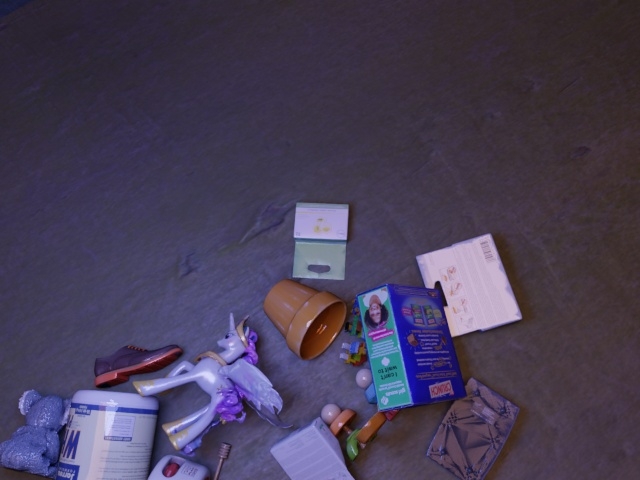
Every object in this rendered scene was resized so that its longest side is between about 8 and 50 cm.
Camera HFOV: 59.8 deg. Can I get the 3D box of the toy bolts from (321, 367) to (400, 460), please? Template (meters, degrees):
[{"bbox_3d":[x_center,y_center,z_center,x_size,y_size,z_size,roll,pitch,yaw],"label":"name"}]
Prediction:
[{"bbox_3d":[0.117,0.454,1.539,0.228,0.218,0.158,-37,67,-27],"label":"toy bolts"}]

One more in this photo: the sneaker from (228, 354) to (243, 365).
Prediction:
[{"bbox_3d":[-0.269,0.347,1.667,0.067,0.042,0.119,26,77,8],"label":"sneaker"}]

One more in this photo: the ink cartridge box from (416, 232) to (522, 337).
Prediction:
[{"bbox_3d":[0.444,0.143,1.683,0.238,0.060,0.275,-18,72,8],"label":"ink cartridge box"}]

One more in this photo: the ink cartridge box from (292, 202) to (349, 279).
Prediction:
[{"bbox_3d":[0.000,0.000,1.759,0.171,0.056,0.235,3,70,4],"label":"ink cartridge box"}]

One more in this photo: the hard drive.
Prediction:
[{"bbox_3d":[0.424,0.534,1.558,0.172,0.054,0.255,32,76,13],"label":"hard drive"}]

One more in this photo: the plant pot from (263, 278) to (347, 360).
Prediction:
[{"bbox_3d":[-0.058,0.212,1.629,0.188,0.205,0.205,33,76,29],"label":"plant pot"}]

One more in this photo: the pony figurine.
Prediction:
[{"bbox_3d":[-0.262,0.404,1.508,0.363,0.303,0.351,-34,64,-22],"label":"pony figurine"}]

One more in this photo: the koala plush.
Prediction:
[{"bbox_3d":[-0.787,0.538,1.572,0.196,0.203,0.221,10,61,6],"label":"koala plush"}]

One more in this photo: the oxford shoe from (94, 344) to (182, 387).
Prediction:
[{"bbox_3d":[-0.548,0.349,1.658,0.271,0.097,0.098,-18,66,-3],"label":"oxford shoe"}]

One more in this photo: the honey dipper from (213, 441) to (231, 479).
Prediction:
[{"bbox_3d":[-0.293,0.657,1.576,0.030,0.030,0.161,16,77,8],"label":"honey dipper"}]

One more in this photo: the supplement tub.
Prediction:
[{"bbox_3d":[-0.578,0.579,1.508,0.235,0.235,0.325,3,72,4],"label":"supplement tub"}]

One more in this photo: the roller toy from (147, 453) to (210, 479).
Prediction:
[{"bbox_3d":[-0.383,0.683,1.483,0.146,0.209,0.191,16,60,8],"label":"roller toy"}]

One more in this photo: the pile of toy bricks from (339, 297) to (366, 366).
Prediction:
[{"bbox_3d":[0.143,0.266,1.647,0.105,0.118,0.212,25,62,-22],"label":"pile of toy bricks"}]

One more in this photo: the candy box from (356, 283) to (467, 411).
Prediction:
[{"bbox_3d":[0.252,0.293,1.533,0.122,0.268,0.317,-28,64,38],"label":"candy box"}]

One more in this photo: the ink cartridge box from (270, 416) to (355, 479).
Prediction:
[{"bbox_3d":[-0.005,0.616,1.522,0.181,0.056,0.225,-38,91,27],"label":"ink cartridge box"}]
